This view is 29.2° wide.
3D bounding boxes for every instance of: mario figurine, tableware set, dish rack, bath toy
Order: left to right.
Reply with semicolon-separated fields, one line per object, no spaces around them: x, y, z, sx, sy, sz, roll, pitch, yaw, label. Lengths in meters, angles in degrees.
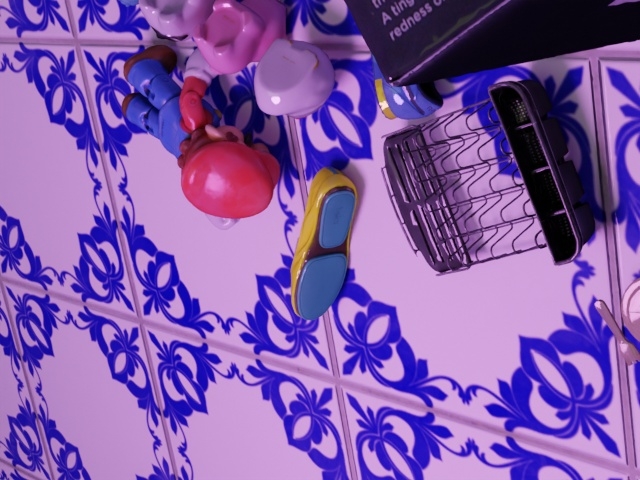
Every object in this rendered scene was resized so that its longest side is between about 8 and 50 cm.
-0.153;-0.147;1.752;0.320;0.170;0.198;48;176;36;mario figurine
-0.109;-0.273;1.597;0.348;0.151;0.129;41;174;24;bath toy
0.175;-0.060;1.412;0.271;0.074;0.208;-16;96;46;dish rack
0.392;0.117;1.299;0.128;0.039;0.194;-30;92;40;tableware set

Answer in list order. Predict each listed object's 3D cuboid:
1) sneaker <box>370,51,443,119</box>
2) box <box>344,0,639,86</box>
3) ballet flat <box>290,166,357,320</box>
0.093;-0.244;1.430;0.082;0.069;0.209;-7;105;38;sneaker
0.167;-0.393;0.805;0.297;0.479;0.472;-31;81;40;box
0.000;0.000;1.672;0.077;0.077;0.231;-123;36;-45;ballet flat
